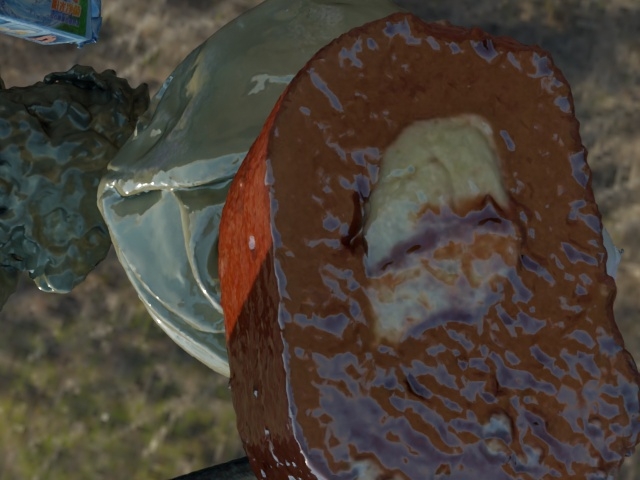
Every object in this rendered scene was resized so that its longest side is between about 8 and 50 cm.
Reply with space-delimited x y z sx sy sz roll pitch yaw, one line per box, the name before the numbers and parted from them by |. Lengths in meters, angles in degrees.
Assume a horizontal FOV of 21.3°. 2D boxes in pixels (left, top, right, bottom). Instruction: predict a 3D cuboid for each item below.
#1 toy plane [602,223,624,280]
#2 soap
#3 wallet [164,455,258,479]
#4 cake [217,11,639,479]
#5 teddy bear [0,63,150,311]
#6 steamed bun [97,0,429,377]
toy plane | 0.263 0.082 1.869 0.118 0.252 0.252 8 151 20
soap | -0.335 -0.299 1.808 0.077 0.156 0.293 0 177 31
wallet | -0.121 0.244 1.090 0.379 0.190 0.046 -12 -157 -29
cake | 0.045 0.028 0.882 0.177 0.283 0.151 -7 170 -17
teddy bear | -0.329 -0.067 1.539 0.368 0.357 0.224 -23 149 27
steamed bun | -0.006 -0.007 1.285 0.324 0.219 0.309 -29 116 23
